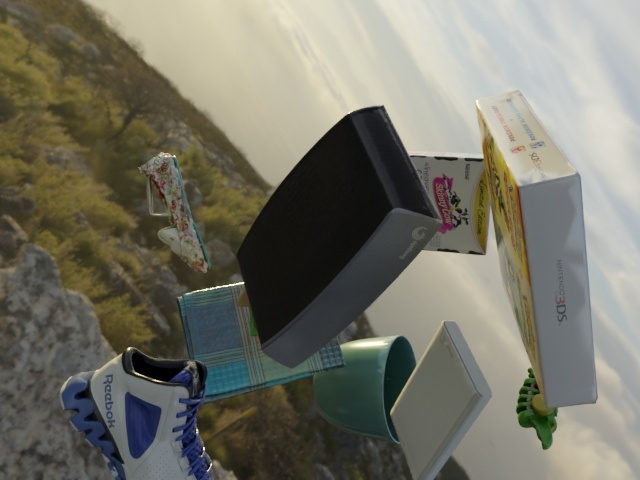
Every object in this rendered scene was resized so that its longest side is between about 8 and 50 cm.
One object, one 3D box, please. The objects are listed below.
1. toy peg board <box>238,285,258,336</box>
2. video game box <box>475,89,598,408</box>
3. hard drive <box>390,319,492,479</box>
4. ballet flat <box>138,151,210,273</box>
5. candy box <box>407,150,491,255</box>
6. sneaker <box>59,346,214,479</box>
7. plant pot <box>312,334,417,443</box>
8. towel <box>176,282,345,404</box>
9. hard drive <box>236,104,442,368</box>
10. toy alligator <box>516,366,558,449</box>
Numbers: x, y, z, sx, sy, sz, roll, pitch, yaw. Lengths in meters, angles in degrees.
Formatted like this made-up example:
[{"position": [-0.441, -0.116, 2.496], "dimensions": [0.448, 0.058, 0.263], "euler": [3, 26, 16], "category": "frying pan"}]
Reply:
[{"position": [-0.048, 0.109, 1.165], "dimensions": [0.161, 0.161, 0.079], "euler": [123, -35, -59], "category": "toy peg board"}, {"position": [0.178, 0.001, 0.566], "dimensions": [0.187, 0.048, 0.205], "euler": [-89, 165, -62], "category": "video game box"}, {"position": [0.248, 0.352, 1.450], "dimensions": [0.040, 0.308, 0.203], "euler": [6, 37, -21], "category": "hard drive"}, {"position": [-0.279, -0.045, 1.270], "dimensions": [0.091, 0.077, 0.241], "euler": [-14, -86, 70], "category": "ballet flat"}, {"position": [0.165, -0.067, 1.120], "dimensions": [0.071, 0.233, 0.159], "euler": [-38, 130, -68], "category": "candy box"}, {"position": [-0.222, 0.281, 0.996], "dimensions": [0.315, 0.182, 0.127], "euler": [50, 13, 0], "category": "sneaker"}, {"position": [0.120, 0.415, 1.908], "dimensions": [0.293, 0.235, 0.293], "euler": [17, 71, -62], "category": "plant pot"}, {"position": [-0.145, 0.224, 1.651], "dimensions": [0.040, 0.370, 0.271], "euler": [118, -42, -65], "category": "towel"}, {"position": [0.000, 0.000, 0.686], "dimensions": [0.054, 0.255, 0.172], "euler": [9, 47, -37], "category": "hard drive"}, {"position": [0.299, 0.197, 0.921], "dimensions": [0.190, 0.051, 0.056], "euler": [-64, 145, -40], "category": "toy alligator"}]
